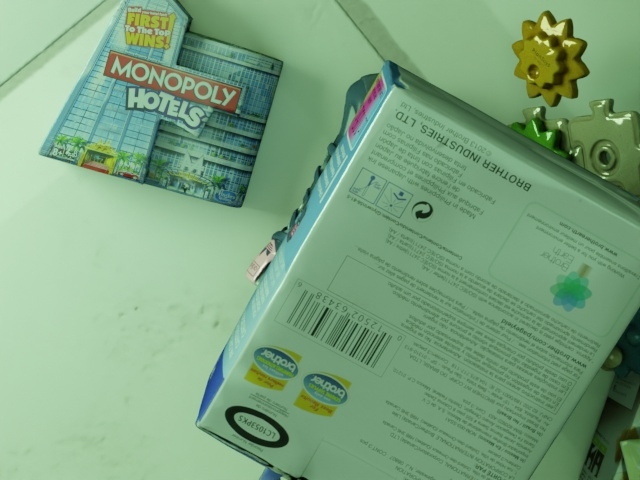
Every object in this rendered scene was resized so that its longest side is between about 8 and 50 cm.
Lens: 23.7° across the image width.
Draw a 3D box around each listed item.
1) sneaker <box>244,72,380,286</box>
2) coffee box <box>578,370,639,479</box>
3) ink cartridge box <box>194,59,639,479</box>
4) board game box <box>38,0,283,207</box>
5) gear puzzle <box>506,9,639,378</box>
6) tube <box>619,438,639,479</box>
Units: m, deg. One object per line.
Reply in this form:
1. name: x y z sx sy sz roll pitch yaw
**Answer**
1. sneaker: 0.000 0.000 1.400 0.131 0.112 0.319 6 95 -5
2. coffee box: 0.347 0.164 1.429 0.141 0.098 0.246 17 95 -4
3. ink cartridge box: 0.075 0.087 1.289 0.270 0.151 0.395 29 102 -5
4. board game box: -0.140 -0.147 1.408 0.194 0.060 0.194 15 96 -3
5. gear puzzle: 0.228 -0.040 1.379 0.044 0.175 0.338 -13 98 -40
6. tube: 0.393 0.193 1.359 0.240 0.062 0.070 -15 56 2
